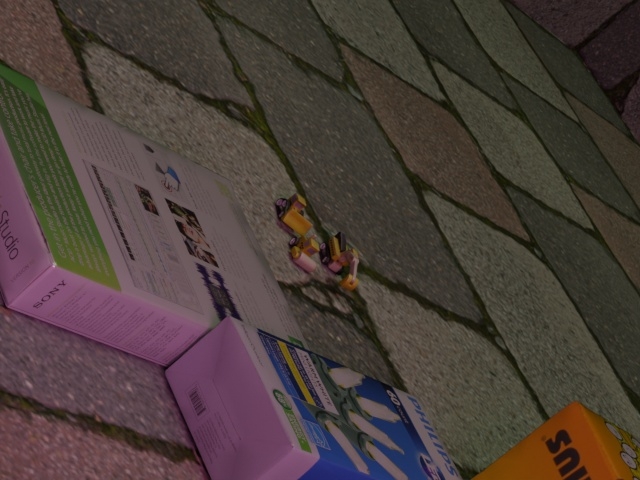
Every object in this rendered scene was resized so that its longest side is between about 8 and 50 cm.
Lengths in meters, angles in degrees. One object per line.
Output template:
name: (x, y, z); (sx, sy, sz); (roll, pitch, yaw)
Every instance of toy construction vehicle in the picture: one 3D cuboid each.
toy construction vehicle: (0.000, 0.000, 1.805); (0.086, 0.035, 0.098); (39, 21, -28)

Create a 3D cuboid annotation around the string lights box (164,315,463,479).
string lights box: (0.006, 0.163, 1.437); (0.260, 0.077, 0.133); (27, 28, -49)

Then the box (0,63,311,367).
box: (-0.151, -0.004, 1.449); (0.322, 0.058, 0.232); (29, 27, -49)

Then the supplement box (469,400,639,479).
supplement box: (0.278, 0.317, 1.566); (0.356, 0.195, 0.194); (31, 26, -42)
